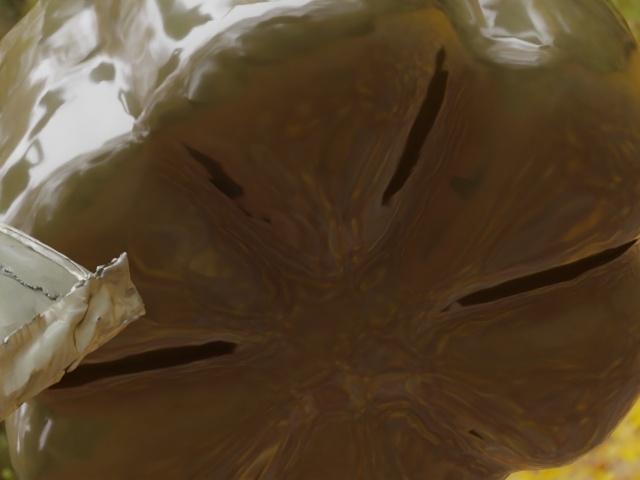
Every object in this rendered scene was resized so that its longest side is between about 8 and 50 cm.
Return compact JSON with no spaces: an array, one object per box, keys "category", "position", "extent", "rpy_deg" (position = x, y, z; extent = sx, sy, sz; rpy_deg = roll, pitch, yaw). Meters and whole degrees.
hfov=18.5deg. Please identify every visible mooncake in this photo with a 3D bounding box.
[{"category":"mooncake","position":[0.000,0.000,1.237],"extent":[0.467,0.467,0.262],"rpy_deg":[-38,32,13]}]

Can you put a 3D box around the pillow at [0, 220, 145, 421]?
[{"category":"pillow","position":[-0.167,0.009,0.584],"extent":[0.119,0.208,0.053],"rpy_deg":[-45,-33,-48]}]
